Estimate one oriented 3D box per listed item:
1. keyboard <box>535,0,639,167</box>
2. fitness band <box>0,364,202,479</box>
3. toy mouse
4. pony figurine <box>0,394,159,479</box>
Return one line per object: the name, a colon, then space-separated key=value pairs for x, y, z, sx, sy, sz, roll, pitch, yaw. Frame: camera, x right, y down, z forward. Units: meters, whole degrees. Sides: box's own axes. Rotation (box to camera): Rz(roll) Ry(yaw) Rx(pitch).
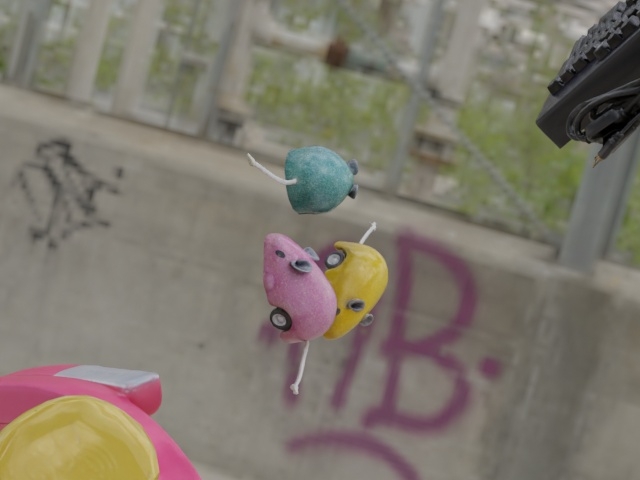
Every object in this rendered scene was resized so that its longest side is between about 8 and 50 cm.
keyboard: x=0.229 y=-0.154 z=1.051 sx=0.033 sy=0.317 sz=0.201 roll=36 pitch=45 yaw=-10
fitness band: x=-0.142 y=0.179 z=1.053 sx=0.054 sy=0.209 sz=0.291 roll=-12 pitch=6 yaw=-39
toy mouse: x=0.000 y=0.000 z=0.993 sx=0.031 sy=0.161 sz=0.143 roll=-4 pitch=-44 yaw=25
pony figurine: x=-0.240 y=0.189 z=0.502 sx=0.303 sy=0.363 sz=0.351 roll=47 pitch=45 yaw=12
